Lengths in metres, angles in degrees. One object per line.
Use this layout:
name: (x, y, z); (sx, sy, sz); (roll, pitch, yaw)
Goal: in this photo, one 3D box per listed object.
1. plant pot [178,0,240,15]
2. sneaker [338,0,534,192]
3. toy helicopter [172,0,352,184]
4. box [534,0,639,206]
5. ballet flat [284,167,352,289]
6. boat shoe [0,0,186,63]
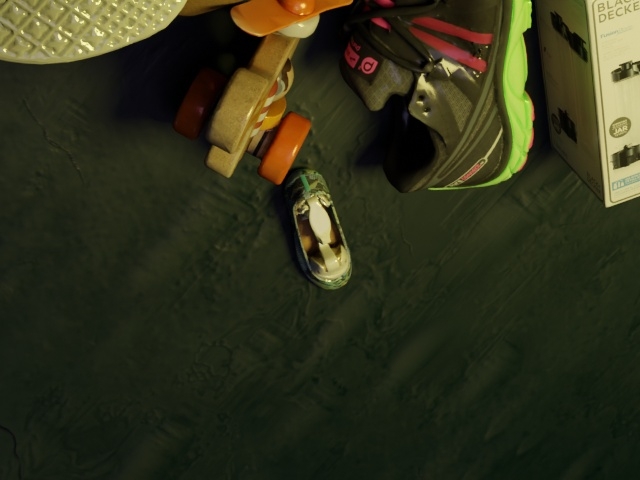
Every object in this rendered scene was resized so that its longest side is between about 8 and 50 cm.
plant pot: (-0.084, -0.347, 1.658); (0.237, 0.237, 0.254); (26, 138, -31)
sneaker: (0.118, -0.244, 1.820); (0.202, 0.185, 0.483); (-21, 124, -12)
toy helicopter: (-0.061, -0.169, 1.711); (0.140, 0.355, 0.235); (28, 103, -3)
box: (0.331, -0.207, 1.932); (0.087, 0.169, 0.290); (-19, 124, -9)
ballet flat: (0.000, 0.000, 2.000); (0.070, 0.070, 0.188); (-25, 126, -4)
boat shoe: (-0.376, -0.272, 1.581); (0.500, 0.156, 0.187); (-4, 122, -5)
